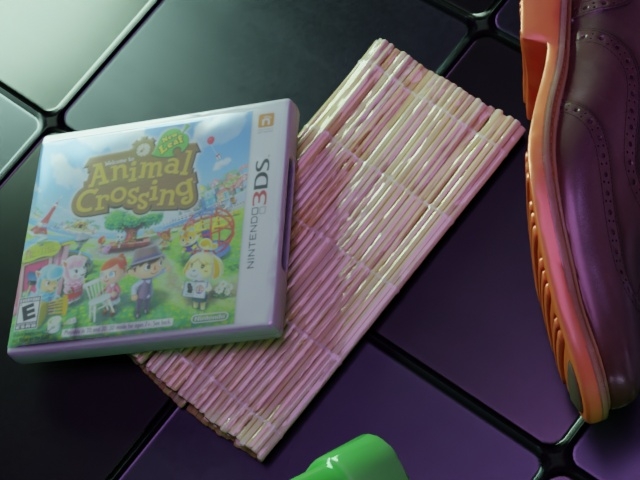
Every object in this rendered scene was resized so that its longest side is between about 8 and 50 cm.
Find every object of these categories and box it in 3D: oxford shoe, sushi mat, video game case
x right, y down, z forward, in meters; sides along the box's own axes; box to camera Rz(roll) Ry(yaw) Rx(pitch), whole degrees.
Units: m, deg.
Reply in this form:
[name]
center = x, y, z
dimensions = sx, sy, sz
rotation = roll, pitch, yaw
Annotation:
[oxford shoe]
center = 0.205, -0.053, 1.066
dimensions = 0.133, 0.130, 0.363
rotation = -2, 64, 8
[sushi mat]
center = 0.000, 0.000, 1.157
dimensions = 0.151, 0.019, 0.316
rotation = 33, 77, 26
[video game case]
center = -0.123, -0.008, 1.176
dimensions = 0.212, 0.023, 0.193
rotation = -7, 59, 18

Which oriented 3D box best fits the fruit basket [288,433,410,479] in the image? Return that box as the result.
[fruit basket]
center = 0.077, 0.302, 0.891
dimensions = 0.392, 0.283, 0.392
rotation = 18, 43, -17
